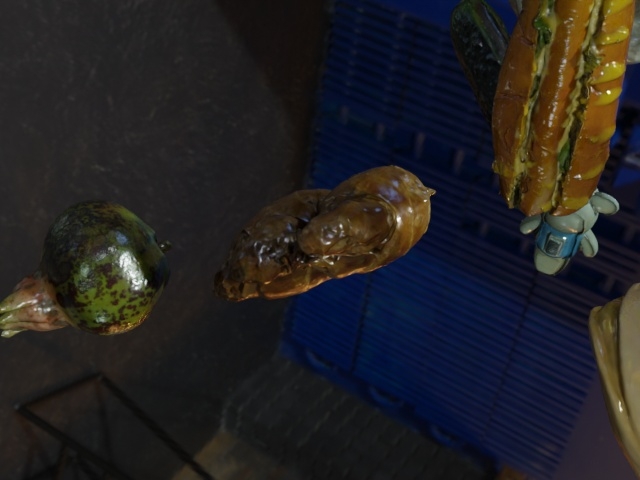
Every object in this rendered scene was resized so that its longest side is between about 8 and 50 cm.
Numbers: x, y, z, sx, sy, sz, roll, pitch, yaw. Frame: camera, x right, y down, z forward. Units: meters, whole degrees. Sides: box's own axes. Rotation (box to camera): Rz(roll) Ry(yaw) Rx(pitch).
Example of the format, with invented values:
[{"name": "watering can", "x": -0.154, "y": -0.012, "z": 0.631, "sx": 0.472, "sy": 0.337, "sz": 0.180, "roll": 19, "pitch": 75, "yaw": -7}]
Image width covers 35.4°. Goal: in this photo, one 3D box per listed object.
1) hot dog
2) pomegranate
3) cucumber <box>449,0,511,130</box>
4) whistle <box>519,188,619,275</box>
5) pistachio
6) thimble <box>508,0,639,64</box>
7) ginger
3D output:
[{"name": "hot dog", "x": 0.217, "y": -0.138, "z": 0.913, "sx": 0.072, "sy": 0.115, "sz": 0.269, "roll": -67, "pitch": 160, "yaw": -54}, {"name": "pomegranate", "x": -0.369, "y": 0.074, "z": 1.584, "sx": 0.276, "sy": 0.204, "sz": 0.222, "roll": -55, "pitch": -161, "yaw": -7}, {"name": "cucumber", "x": 0.202, "y": -0.151, "z": 1.059, "sx": 0.074, "sy": 0.241, "sz": 0.074, "roll": -26, "pitch": 167, "yaw": -6}, {"name": "whistle", "x": 0.326, "y": -0.019, "z": 1.348, "sx": 0.235, "sy": 0.114, "sz": 0.077, "roll": 86, "pitch": 27, "yaw": -62}, {"name": "pistachio", "x": 0.292, "y": 0.129, "z": 0.816, "sx": 0.117, "sy": 0.200, "sz": 0.145, "roll": -29, "pitch": 165, "yaw": 38}, {"name": "thimble", "x": 0.342, "y": -0.360, "z": 1.175, "sx": 0.195, "sy": 0.291, "sz": 0.291, "roll": -46, "pitch": 155, "yaw": -62}, {"name": "ginger", "x": -0.008, "y": 0.004, "z": 1.546, "sx": 0.152, "sy": 0.357, "sz": 0.274, "roll": 66, "pitch": 27, "yaw": -11}]
